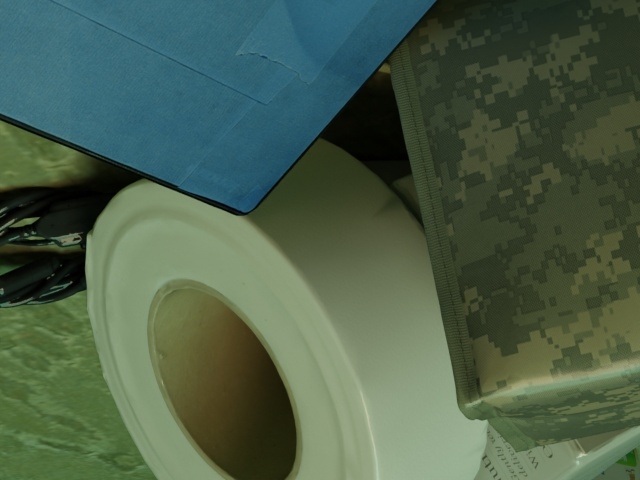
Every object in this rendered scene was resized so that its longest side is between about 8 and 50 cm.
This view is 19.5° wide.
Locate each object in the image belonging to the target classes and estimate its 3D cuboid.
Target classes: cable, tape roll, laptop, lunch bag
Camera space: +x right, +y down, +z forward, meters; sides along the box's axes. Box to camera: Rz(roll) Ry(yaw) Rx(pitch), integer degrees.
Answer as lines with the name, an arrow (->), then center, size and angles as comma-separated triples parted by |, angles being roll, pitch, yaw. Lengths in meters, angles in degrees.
cable -> -0.190, 0.006, 1.321 | 0.184, 0.047, 0.150 | -13, 163, -7
tape roll -> -0.028, 0.074, 1.193 | 0.100, 0.286, 0.286 | -28, 170, -34
laptop -> 0.046, -0.141, 0.781 | 0.408, 0.236, 0.382 | 9, 173, 35
lunch bag -> 0.172, -0.052, 1.024 | 0.235, 0.287, 0.169 | -15, 161, 15

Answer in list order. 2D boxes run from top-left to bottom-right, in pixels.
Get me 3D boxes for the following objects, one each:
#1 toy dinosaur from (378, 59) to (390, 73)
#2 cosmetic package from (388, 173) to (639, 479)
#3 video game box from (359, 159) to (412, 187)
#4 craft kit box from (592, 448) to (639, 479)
toy dinosaur -> -0.003, -0.114, 1.120 | 0.183, 0.053, 0.092 | 2, 171, -13
cosmetic package -> 0.089, 0.104, 1.296 | 0.156, 0.217, 0.385 | -24, 163, -32
video game box -> 0.000, 0.000, 1.382 | 0.205, 0.048, 0.187 | -2, 158, -23
craft kit box -> 0.204, 0.179, 1.652 | 0.061, 0.247, 0.250 | -26, 153, 30
